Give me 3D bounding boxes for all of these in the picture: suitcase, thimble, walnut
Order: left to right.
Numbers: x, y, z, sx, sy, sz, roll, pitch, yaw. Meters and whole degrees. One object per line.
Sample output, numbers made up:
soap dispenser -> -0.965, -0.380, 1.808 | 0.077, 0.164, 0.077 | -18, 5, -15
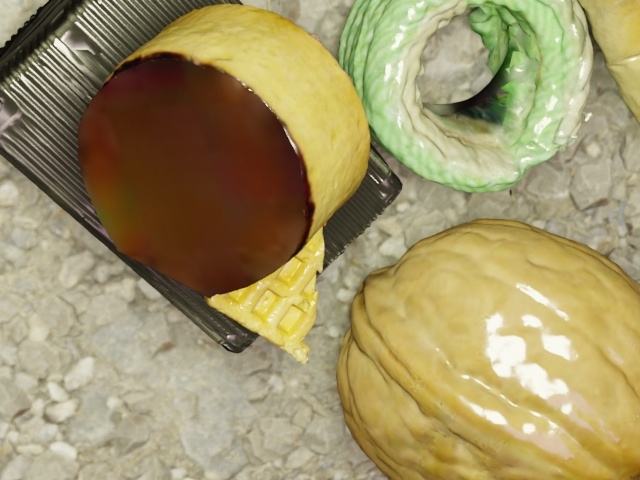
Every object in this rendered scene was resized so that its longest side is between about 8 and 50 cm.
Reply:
suitcase -> -0.119, -0.089, 1.113 | 0.229, 0.152, 0.335 | -45, 114, 3
thimble -> 0.129, -0.155, 1.163 | 0.219, 0.150, 0.219 | -5, 110, -13
walnut -> 0.168, 0.124, 1.205 | 0.313, 0.277, 0.252 | 32, 56, 8

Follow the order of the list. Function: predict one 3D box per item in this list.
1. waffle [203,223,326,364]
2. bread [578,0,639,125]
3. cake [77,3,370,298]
waffle -> 0.000, 0.000, 1.090 | 0.125, 0.032, 0.191 | 35, 99, -26
bread -> 0.350, -0.236, 1.158 | 0.389, 0.183, 0.236 | 53, 52, -34
cake -> -0.058, -0.084, 0.979 | 0.207, 0.178, 0.185 | -35, 99, 33
